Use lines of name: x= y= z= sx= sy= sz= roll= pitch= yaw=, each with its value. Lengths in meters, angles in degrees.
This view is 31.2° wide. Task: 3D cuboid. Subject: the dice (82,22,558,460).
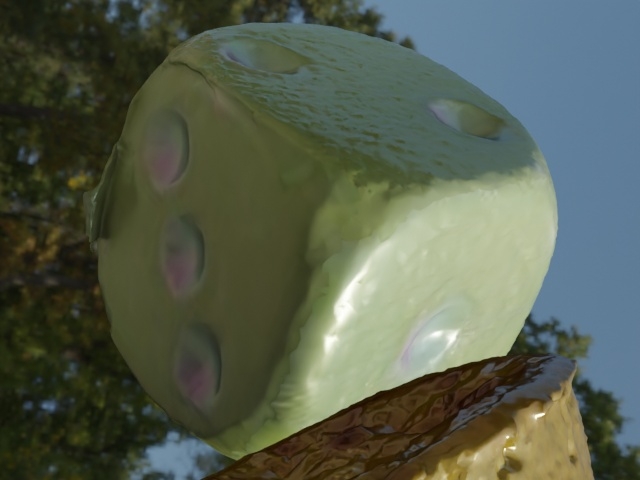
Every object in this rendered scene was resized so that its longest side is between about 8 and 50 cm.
dice: x=0.000 y=0.000 z=0.832 sx=0.249 sy=0.254 sz=0.252 roll=39 pitch=-58 yaw=34

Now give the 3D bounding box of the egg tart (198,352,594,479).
egg tart: x=0.038 y=0.145 z=0.476 sx=0.202 sy=0.202 sz=0.147 roll=-23 pitch=-89 yaw=55
